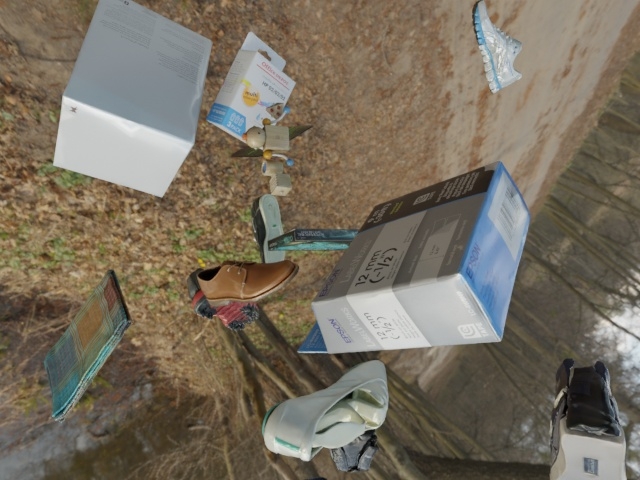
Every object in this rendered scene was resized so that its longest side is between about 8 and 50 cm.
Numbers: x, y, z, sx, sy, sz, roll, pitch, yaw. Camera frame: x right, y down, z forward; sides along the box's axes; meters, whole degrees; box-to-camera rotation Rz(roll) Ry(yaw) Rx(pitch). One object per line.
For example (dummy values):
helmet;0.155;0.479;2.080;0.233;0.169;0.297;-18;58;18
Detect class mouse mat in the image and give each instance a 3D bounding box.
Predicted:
mouse mat;-0.125;-0.258;1.112;0.190;0.153;0.007;-37;121;-31

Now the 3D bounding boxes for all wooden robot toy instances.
wooden robot toy;-0.097;-0.161;0.728;0.079;0.173;0.076;1;172;-29

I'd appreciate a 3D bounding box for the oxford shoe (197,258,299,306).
oxford shoe;-0.139;0.065;0.775;0.213;0.076;0.076;-15;-152;24

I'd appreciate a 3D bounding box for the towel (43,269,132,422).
towel;-0.694;0.297;1.264;0.040;0.271;0.370;29;100;-46

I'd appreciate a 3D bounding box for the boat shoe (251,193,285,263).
boat shoe;-0.158;-0.015;1.261;0.079;0.232;0.084;-10;176;41

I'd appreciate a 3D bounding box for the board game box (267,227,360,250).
board game box;0.000;0.000;0.896;0.186;0.026;0.126;0;170;-31

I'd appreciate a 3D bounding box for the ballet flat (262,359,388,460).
ballet flat;0.060;0.361;0.904;0.401;0.139;0.139;-2;132;-49

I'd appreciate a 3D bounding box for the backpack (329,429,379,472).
backpack;0.091;0.562;1.198;0.115;0.152;0.181;-70;159;-56

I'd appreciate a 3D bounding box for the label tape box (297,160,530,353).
label tape box;0.109;0.038;0.654;0.348;0.115;0.249;-16;-152;43

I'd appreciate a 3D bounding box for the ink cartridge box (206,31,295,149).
ink cartridge box;-0.120;-0.277;0.797;0.104;0.062;0.181;23;94;-48

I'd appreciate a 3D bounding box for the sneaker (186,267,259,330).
sneaker;-0.249;0.147;1.098;0.098;0.135;0.276;-39;151;0

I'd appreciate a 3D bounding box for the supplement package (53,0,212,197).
supplement package;-0.343;-0.261;0.796;0.200;0.262;0.198;17;148;-29

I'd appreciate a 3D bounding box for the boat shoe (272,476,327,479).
boat shoe;-0.088;0.631;1.051;0.258;0.109;0.089;3;124;-50

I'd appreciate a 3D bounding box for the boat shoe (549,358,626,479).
boat shoe;0.506;0.370;0.815;0.158;0.127;0.340;-64;146;-42

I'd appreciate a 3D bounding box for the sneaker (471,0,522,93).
sneaker;0.377;-0.418;0.907;0.083;0.190;0.071;-16;-153;27
